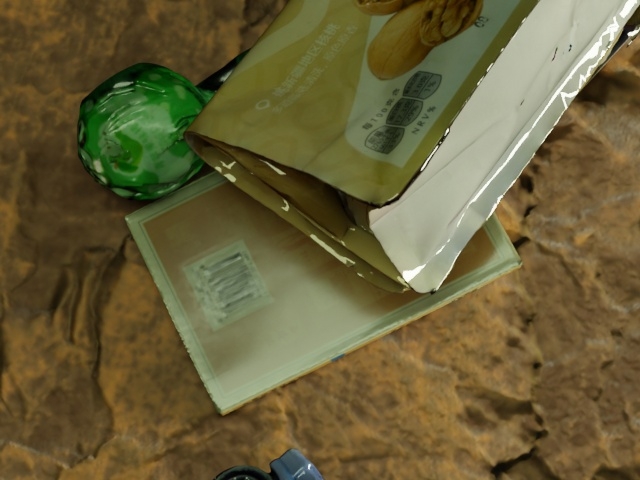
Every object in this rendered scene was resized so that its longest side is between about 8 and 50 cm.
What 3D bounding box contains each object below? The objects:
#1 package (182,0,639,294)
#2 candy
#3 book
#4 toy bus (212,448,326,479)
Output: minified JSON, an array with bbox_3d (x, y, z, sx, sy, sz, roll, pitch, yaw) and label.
[{"bbox_3d":[0.092,-0.123,1.394,0.221,0.165,0.311,21,67,44],"label":"package"},{"bbox_3d":[-0.036,-0.136,1.459,0.323,0.097,0.097,-34,71,-15],"label":"candy"},{"bbox_3d":[0.000,0.000,1.431,0.241,0.018,0.170,-26,72,-4],"label":"book"},{"bbox_3d":[-0.077,0.281,1.267,0.292,0.125,0.133,-43,50,-10],"label":"toy bus"}]
